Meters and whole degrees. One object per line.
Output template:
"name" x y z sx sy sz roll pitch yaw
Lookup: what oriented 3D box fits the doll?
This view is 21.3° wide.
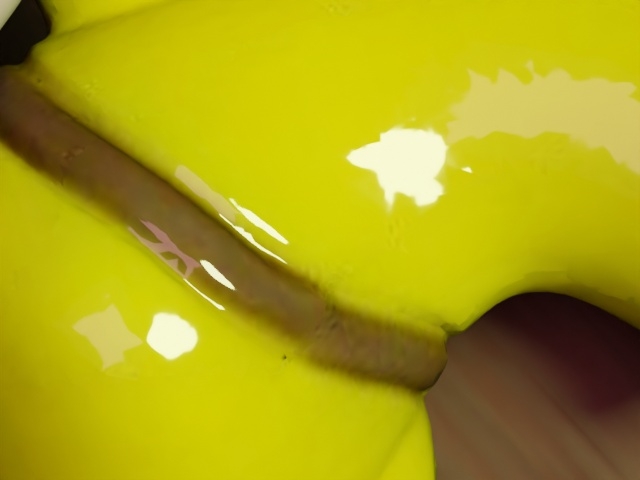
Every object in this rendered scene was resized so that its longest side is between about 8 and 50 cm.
"doll" 0.000 0.000 0.439 0.363 0.145 0.199 -17 90 -2

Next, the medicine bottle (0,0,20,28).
"medicine bottle" -0.231 -0.161 0.399 0.325 0.256 0.256 33 83 36
